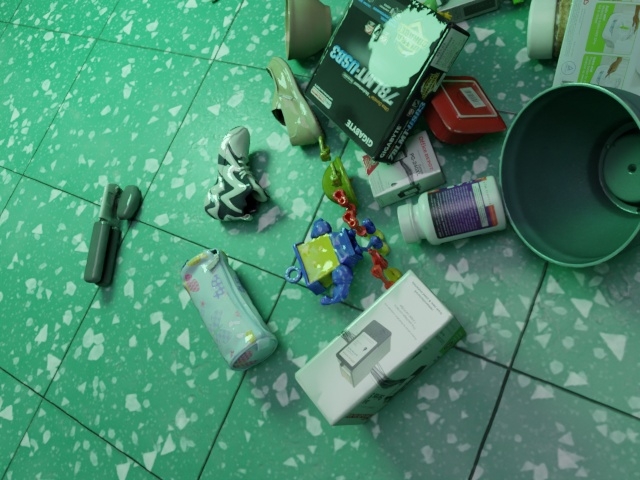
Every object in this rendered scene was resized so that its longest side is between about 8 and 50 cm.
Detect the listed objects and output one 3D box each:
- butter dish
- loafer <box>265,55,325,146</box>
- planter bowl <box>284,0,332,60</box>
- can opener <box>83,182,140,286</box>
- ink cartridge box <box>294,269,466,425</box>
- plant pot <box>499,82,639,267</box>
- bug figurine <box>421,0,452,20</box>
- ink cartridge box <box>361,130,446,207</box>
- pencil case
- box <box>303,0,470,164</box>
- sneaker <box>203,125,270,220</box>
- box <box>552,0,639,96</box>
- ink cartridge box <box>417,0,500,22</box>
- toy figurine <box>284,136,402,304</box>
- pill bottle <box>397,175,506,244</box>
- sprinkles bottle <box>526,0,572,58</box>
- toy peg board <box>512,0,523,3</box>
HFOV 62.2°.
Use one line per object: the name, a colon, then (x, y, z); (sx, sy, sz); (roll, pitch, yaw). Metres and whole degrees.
butter dish: (0.276, -0.255, 1.107); (0.159, 0.118, 0.160); (-9, 61, -27)
loafer: (-0.081, -0.336, 1.285); (0.092, 0.102, 0.269); (-29, 64, 4)
planter bowl: (-0.030, -0.532, 1.317); (0.109, 0.162, 0.162); (-2, 69, -6)
can opener: (-0.546, -0.022, 1.378); (0.093, 0.074, 0.281); (1, 72, 22)
ink cartridge box: (0.115, 0.203, 0.955); (0.273, 0.198, 0.115); (-43, 63, 4)
plant pot: (0.478, -0.116, 0.891); (0.196, 0.293, 0.293); (-9, 61, -24)
bug figurine: (0.158, -0.455, 1.201); (0.278, 0.072, 0.216); (27, 105, 20)
ink cartridge box: (0.178, -0.153, 1.134); (0.150, 0.063, 0.109); (-21, 64, 15)
pencil case: (-0.199, 0.146, 1.152); (0.124, 0.113, 0.273); (-49, 60, 25)
box: (0.119, -0.360, 1.104); (0.296, 0.073, 0.293); (53, 122, 37)
sneaker: (-0.174, -0.152, 1.262); (0.153, 0.094, 0.235); (14, 77, 24)
box: (0.550, -0.360, 0.925); (0.231, 0.126, 0.262); (12, 108, 21)
ink cartridge box: (0.266, -0.618, 1.270); (0.275, 0.060, 0.239); (-12, 69, 18)
toy figurine: (0.000, 0.000, 1.090); (0.217, 0.191, 0.363); (-30, 62, 15)
pill bottle: (0.255, -0.052, 1.041); (0.193, 0.108, 0.108); (-14, 67, 17)
sprinkles bottle: (0.594, -0.423, 1.029); (0.355, 0.121, 0.121); (5, 74, 23)
toy peg board: (0.468, -0.554, 1.130); (0.161, 0.160, 0.079); (-8, 103, 19)
